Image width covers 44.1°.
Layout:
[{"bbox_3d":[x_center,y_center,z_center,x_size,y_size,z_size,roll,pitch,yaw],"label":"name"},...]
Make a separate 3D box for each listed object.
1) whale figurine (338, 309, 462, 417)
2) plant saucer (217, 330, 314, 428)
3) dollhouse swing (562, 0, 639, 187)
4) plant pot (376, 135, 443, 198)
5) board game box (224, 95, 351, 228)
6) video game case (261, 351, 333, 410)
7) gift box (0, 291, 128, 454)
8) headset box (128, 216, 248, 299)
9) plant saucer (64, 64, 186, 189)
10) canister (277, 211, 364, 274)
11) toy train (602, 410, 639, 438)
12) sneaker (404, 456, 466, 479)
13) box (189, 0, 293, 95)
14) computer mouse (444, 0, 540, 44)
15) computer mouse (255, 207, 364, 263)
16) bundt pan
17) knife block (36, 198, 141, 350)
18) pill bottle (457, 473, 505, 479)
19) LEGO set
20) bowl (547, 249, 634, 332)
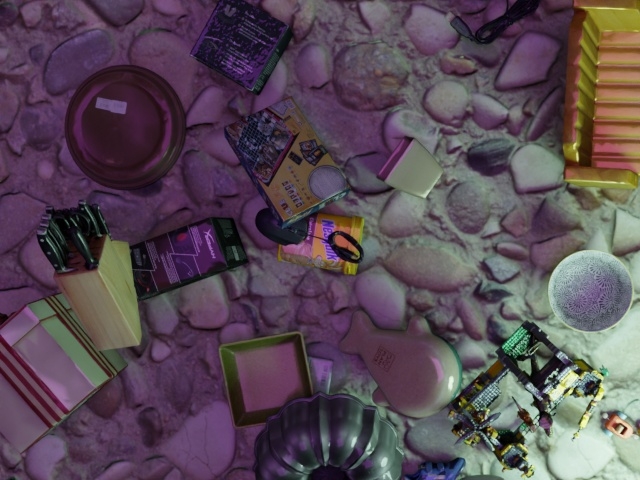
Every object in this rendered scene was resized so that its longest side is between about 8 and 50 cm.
[{"bbox_3d":[0.173,0.251,1.665,0.272,0.141,0.216,29,103,28],"label":"whale figurine"},{"bbox_3d":[-0.111,0.297,1.703,0.188,0.045,0.188,-11,92,6],"label":"plant saucer"},{"bbox_3d":[0.648,-0.274,1.511,0.304,0.315,0.347,5,93,26],"label":"dollhouse swing"},{"bbox_3d":[0.192,-0.145,1.648,0.096,0.109,0.109,34,95,-10],"label":"plant pot"},{"bbox_3d":[-0.071,-0.165,1.643,0.165,0.042,0.243,-27,75,-16],"label":"board game box"},{"bbox_3d":[-0.053,0.328,1.731,0.143,0.019,0.157,9,94,6],"label":"video game case"},{"bbox_3d":[-0.614,0.272,1.668,0.276,0.255,0.258,-40,90,0],"label":"gift box"},{"bbox_3d":[-0.320,0.049,1.645,0.293,0.218,0.110,-20,89,7],"label":"headset box"},{"bbox_3d":[-0.435,-0.249,1.734,0.277,0.041,0.278,0,92,7],"label":"plant saucer"},{"bbox_3d":[0.000,0.000,1.684,0.169,0.073,0.126,8,92,7],"label":"canister"},{"bbox_3d":[0.678,0.366,1.646,0.125,0.046,0.166,40,96,2],"label":"toy train"},{"bbox_3d":[0.244,0.500,1.693,0.144,0.053,0.059,-32,87,5],"label":"sneaker"},{"bbox_3d":[-0.164,-0.416,1.671,0.156,0.093,0.158,31,96,4],"label":"box"},{"bbox_3d":[0.313,-0.534,1.639,0.184,0.060,0.262,-42,100,2],"label":"computer mouse"},{"bbox_3d":[-0.024,-0.009,1.631,0.242,0.041,0.071,18,91,8],"label":"computer mouse"},{"bbox_3d":[0.014,0.490,1.643,0.330,0.124,0.331,1,106,2],"label":"bundt pan"},{"bbox_3d":[-0.421,0.068,1.424,0.088,0.242,0.276,-9,88,7],"label":"knife block"},{"bbox_3d":[0.346,0.637,1.638,0.152,0.152,0.272,-8,91,6],"label":"pill bottle"},{"bbox_3d":[0.427,0.335,1.569,0.331,0.192,0.255,-39,107,4],"label":"LEGO set"},{"bbox_3d":[0.548,0.101,1.630,0.170,0.080,0.170,0,92,6],"label":"bowl"}]
